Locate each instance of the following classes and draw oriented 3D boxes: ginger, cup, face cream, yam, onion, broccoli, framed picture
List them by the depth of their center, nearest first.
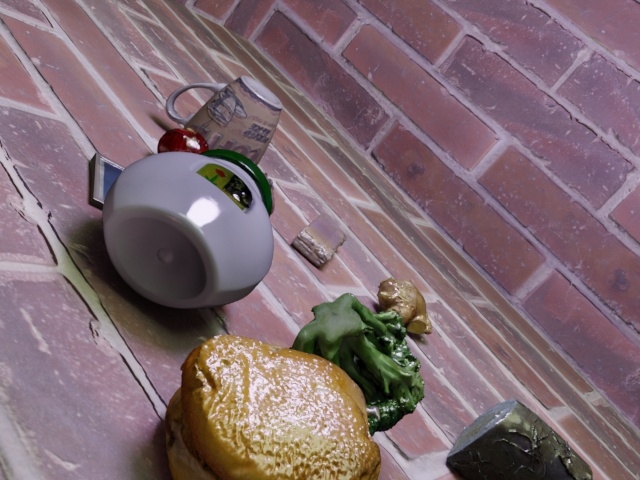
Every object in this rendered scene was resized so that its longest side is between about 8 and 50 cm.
[{"bbox_3d":[0.044,0.217,1.259,0.265,0.294,0.245,16,-37,34],"label":"broccoli"},{"bbox_3d":[-0.227,-0.028,1.335,0.312,0.219,0.357,38,21,-5],"label":"face cream"},{"bbox_3d":[-0.358,-0.071,1.517,0.260,0.023,0.189,30,23,-30],"label":"framed picture"},{"bbox_3d":[0.434,0.474,1.534,0.271,0.201,0.202,48,19,5],"label":"yam"},{"bbox_3d":[-0.328,-0.210,1.756,0.131,0.131,0.131,36,18,-13],"label":"onion"},{"bbox_3d":[-0.259,-0.325,1.953,0.301,0.257,0.227,37,15,-2],"label":"cup"},{"bbox_3d":[0.218,0.173,1.960,0.216,0.102,0.157,27,45,-44],"label":"ginger"}]

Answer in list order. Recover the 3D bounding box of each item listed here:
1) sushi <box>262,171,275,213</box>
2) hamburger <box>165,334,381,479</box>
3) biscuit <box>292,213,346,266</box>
[{"bbox_3d":[-0.218,-0.087,1.649,0.241,0.107,0.161,18,48,23],"label":"sushi"},{"bbox_3d":[-0.057,0.264,1.012,0.314,0.170,0.289,16,33,-19],"label":"hamburger"},{"bbox_3d":[0.000,0.000,2.003,0.108,0.062,0.239,42,19,1],"label":"biscuit"}]
